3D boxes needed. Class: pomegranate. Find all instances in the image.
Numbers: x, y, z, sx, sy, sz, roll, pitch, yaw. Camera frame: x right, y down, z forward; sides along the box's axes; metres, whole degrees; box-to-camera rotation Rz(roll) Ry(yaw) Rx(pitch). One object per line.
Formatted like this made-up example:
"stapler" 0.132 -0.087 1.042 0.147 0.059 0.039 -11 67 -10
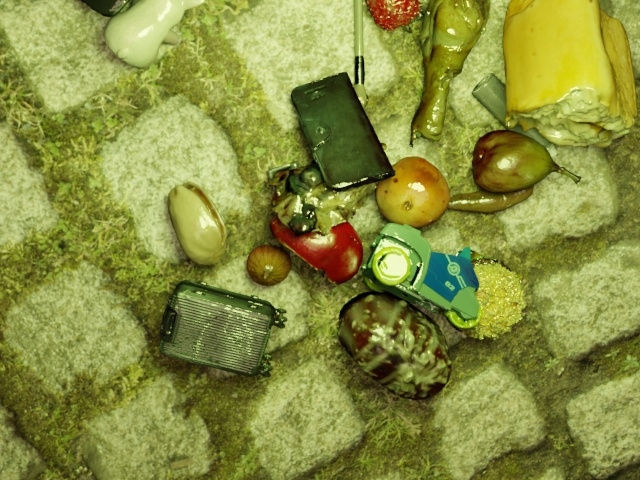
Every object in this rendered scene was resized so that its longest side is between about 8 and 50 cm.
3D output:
"pomegranate" 0.237 -0.119 1.409 0.191 0.191 0.192 -1 102 -5

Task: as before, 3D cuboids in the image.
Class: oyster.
"oyster" 0.042 -0.144 1.350 0.360 0.096 0.221 -25 65 -18

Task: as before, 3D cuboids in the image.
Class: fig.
"fig" 0.531 -0.192 1.414 0.274 0.170 0.146 11 145 6
"fig" -0.145 0.061 1.435 0.119 0.153 0.119 -3 80 16

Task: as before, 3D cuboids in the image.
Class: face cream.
"face cream" 0.518 -0.318 1.448 0.283 0.073 0.073 41 95 -12

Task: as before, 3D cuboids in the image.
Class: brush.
"brush" 0.101 -0.480 1.393 0.038 0.042 0.300 -4 101 -23

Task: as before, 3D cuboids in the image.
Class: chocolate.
"chocolate" 0.210 0.292 1.477 0.340 0.210 0.225 37 98 -11

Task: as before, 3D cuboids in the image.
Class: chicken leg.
"chicken leg" 0.307 -0.437 1.368 0.152 0.201 0.430 14 108 7

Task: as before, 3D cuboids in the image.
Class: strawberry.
"strawberry" 0.178 -0.604 1.352 0.140 0.085 0.193 -15 101 0

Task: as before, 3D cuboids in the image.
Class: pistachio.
"pistachio" -0.314 -0.039 1.402 0.152 0.126 0.223 -9 105 33

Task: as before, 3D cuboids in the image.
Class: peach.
"peach" 0.006 -0.004 1.398 0.267 0.158 0.154 40 86 -27

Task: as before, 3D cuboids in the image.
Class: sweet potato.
"sweet potato" 0.452 -0.108 1.491 0.243 0.077 0.077 -15 103 5

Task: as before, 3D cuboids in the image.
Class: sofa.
"sofa" -0.079 -0.126 1.437 0.085 0.060 0.147 -15 102 -3

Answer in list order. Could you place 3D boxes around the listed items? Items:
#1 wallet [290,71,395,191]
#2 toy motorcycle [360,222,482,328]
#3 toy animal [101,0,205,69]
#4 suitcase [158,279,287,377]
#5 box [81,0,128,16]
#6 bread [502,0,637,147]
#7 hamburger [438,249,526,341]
"wallet" 0.045 -0.268 1.336 0.172 0.045 0.318 -17 68 -10
"toy motorcycle" 0.278 0.079 1.408 0.326 0.191 0.200 25 78 2
"toy animal" -0.380 -0.532 1.292 0.140 0.138 0.282 42 88 -20
"suitcase" -0.260 0.235 1.459 0.311 0.128 0.202 15 100 -9
"box" -0.483 -0.622 1.259 0.212 0.042 0.201 43 97 22
"bread" 0.577 -0.425 1.317 0.360 0.250 0.395 8 74 -46
"hamburger" 0.443 0.154 1.506 0.261 0.139 0.243 23 98 -10
